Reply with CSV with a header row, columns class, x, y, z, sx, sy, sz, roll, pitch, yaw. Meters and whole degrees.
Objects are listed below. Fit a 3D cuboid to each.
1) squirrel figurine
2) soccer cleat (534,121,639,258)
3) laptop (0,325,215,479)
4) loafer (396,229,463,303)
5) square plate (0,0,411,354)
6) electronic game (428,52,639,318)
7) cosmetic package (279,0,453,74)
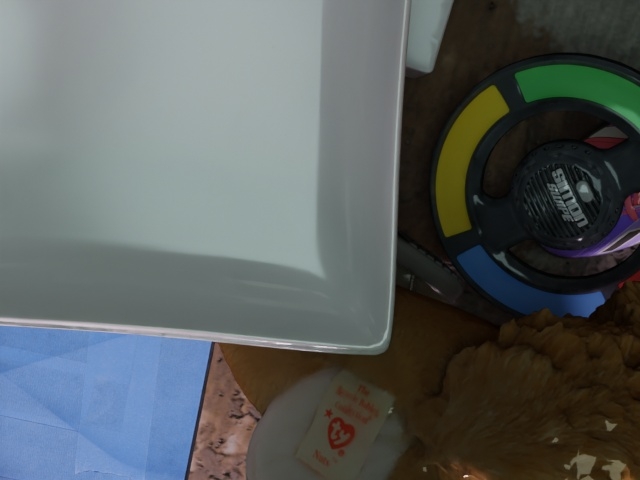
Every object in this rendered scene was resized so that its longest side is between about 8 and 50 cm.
class,x,y,z,sx,sy,sz,roll,pitch,yaw
squirrel figurine,0.149,0.178,0.912,0.397,0.370,0.281,-21,59,31
soccer cleat,0.320,-0.065,0.991,0.318,0.116,0.108,-21,101,9
laptop,-0.284,0.089,0.980,0.382,0.408,0.236,11,66,-1
loafer,0.000,0.000,1.023,0.251,0.094,0.087,34,95,-5
square plate,-0.113,-0.110,0.796,0.344,0.049,0.347,4,97,5
electronic game,0.197,-0.036,0.977,0.229,0.048,0.229,7,109,22
cosmetic package,0.036,-0.177,0.921,0.117,0.231,0.085,18,98,-2
